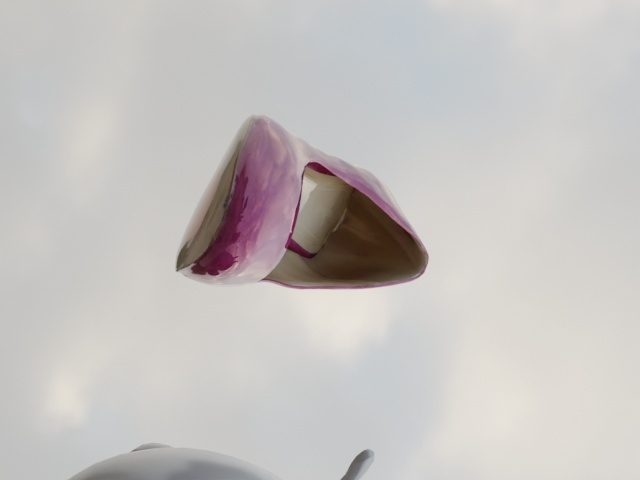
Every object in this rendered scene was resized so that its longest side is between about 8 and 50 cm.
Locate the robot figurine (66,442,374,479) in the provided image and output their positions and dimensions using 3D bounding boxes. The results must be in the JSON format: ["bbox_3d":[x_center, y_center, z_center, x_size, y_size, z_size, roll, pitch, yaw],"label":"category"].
[{"bbox_3d":[-0.104,0.228,0.877,0.353,0.200,0.300,-40,-146,25],"label":"robot figurine"}]

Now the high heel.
[{"bbox_3d":[0.000,0.000,0.934,0.082,0.117,0.244,-62,-179,3],"label":"high heel"}]
